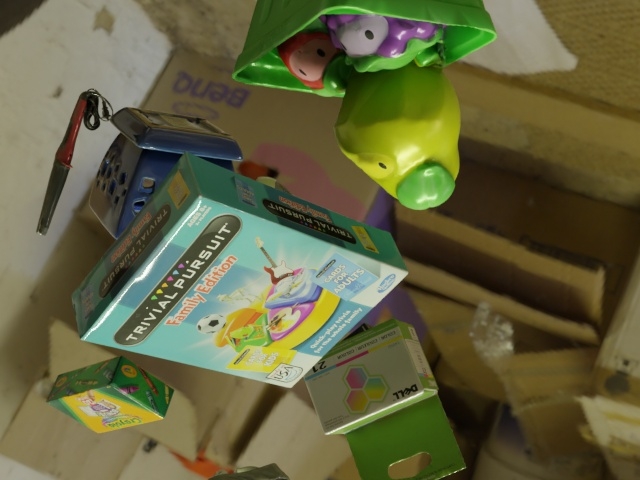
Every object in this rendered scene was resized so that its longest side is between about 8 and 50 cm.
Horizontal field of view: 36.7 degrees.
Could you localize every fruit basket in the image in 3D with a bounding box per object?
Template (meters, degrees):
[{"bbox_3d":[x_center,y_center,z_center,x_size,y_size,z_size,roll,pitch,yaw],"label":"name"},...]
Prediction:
[{"bbox_3d":[0.063,-0.226,1.326,0.282,0.392,0.392,4,174,-25],"label":"fruit basket"}]

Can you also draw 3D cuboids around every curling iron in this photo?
[{"bbox_3d":[-0.432,-0.137,1.673,0.068,0.274,0.035,27,166,-30],"label":"curling iron"}]

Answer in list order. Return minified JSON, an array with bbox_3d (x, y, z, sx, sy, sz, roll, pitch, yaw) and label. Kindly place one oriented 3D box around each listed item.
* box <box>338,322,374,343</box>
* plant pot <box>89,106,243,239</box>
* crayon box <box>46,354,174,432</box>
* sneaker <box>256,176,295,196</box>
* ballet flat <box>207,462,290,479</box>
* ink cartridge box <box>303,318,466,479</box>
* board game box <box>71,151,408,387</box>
[{"bbox_3d":[0.073,0.208,1.776,0.029,0.116,0.162,55,-170,25],"label":"box"},{"bbox_3d":[-0.281,-0.121,1.796,0.235,0.212,0.236,5,-163,-28],"label":"plant pot"},{"bbox_3d":[-0.498,0.367,2.278,0.278,0.081,0.165,-20,131,41],"label":"crayon box"},{"bbox_3d":[0.000,0.001,1.516,0.236,0.130,0.323,18,174,1],"label":"sneaker"},{"bbox_3d":[-0.148,0.424,1.665,0.213,0.072,0.068,4,-151,-41],"label":"ballet flat"},{"bbox_3d":[0.102,0.283,1.582,0.188,0.255,0.097,-26,161,15],"label":"ink cartridge box"},{"bbox_3d":[-0.095,0.054,1.207,0.336,0.254,0.079,20,-146,-39],"label":"board game box"}]
